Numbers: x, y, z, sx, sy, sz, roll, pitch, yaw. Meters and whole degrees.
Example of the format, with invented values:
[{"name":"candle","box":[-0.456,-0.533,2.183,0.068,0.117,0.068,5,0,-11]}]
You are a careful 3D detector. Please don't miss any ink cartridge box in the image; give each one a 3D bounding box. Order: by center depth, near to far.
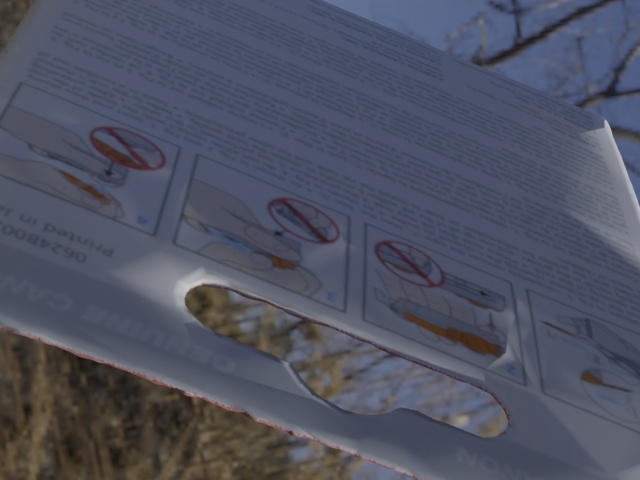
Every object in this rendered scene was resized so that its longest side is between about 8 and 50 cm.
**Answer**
[{"name":"ink cartridge box","box":[0.000,0.000,0.610,0.385,0.308,0.091,-85,-161,-60]}]
